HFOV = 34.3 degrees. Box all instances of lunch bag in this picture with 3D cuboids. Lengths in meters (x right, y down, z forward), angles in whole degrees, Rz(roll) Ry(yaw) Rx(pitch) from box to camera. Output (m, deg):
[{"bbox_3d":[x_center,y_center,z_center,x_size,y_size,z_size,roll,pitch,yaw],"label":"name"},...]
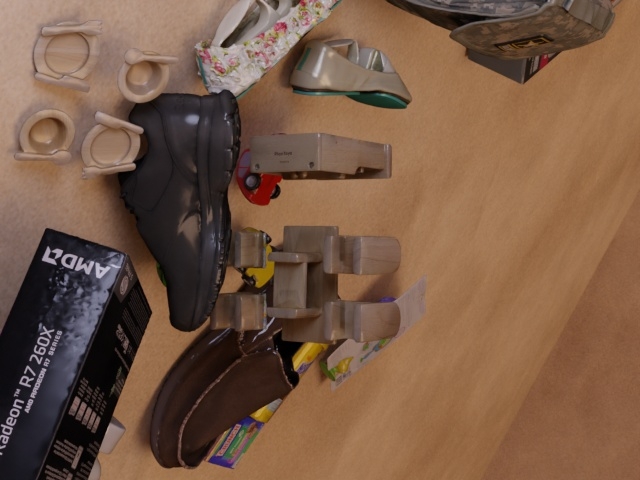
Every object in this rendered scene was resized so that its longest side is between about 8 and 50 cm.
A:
[{"bbox_3d":[0.209,-0.322,1.286,0.235,0.287,0.169,0,118,-60],"label":"lunch bag"}]

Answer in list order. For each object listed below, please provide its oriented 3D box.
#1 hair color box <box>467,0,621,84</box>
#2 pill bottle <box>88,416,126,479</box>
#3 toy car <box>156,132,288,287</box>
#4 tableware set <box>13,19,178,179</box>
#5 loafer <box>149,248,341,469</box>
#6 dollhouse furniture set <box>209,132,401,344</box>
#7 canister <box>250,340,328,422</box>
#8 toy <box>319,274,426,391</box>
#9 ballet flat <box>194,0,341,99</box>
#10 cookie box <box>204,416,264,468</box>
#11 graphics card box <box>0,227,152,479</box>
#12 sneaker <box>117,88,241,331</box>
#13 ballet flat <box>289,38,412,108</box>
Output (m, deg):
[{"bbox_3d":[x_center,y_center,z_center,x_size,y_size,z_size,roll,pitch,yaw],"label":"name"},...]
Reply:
[{"bbox_3d":[0.396,-0.431,1.679,0.374,0.113,0.185,-41,148,-32],"label":"hair color box"},{"bbox_3d":[-0.331,0.279,1.191,0.221,0.121,0.121,-54,153,-8],"label":"pill bottle"},{"bbox_3d":[-0.128,-0.014,1.302,0.225,0.053,0.239,-30,142,-42],"label":"toy car"},{"bbox_3d":[-0.222,-0.133,1.012,0.141,0.020,0.168,4,119,-39],"label":"tableware set"},{"bbox_3d":[-0.101,0.179,1.462,0.366,0.130,0.134,-55,153,-7],"label":"loafer"},{"bbox_3d":[0.000,0.000,1.247,0.161,0.212,0.242,1,90,-57],"label":"dollhouse furniture set"},{"bbox_3d":[-0.061,0.194,1.592,0.170,0.073,0.126,-52,170,-7],"label":"canister"},{"bbox_3d":[0.089,0.155,1.842,0.237,0.056,0.137,-41,153,-20],"label":"toy"},{"bbox_3d":[-0.049,-0.254,1.156,0.241,0.091,0.077,-50,131,-23],"label":"ballet flat"},{"bbox_3d":[-0.145,0.304,1.620,0.092,0.040,0.107,-55,152,-4],"label":"cookie box"},{"bbox_3d":[-0.281,0.197,1.030,0.233,0.094,0.371,96,13,-72],"label":"graphics card box"},{"bbox_3d":[-0.159,-0.033,1.146,0.109,0.130,0.286,-92,-173,-68],"label":"sneaker"},{"bbox_3d":[0.050,-0.221,1.365,0.248,0.086,0.086,-3,121,-57],"label":"ballet flat"}]
